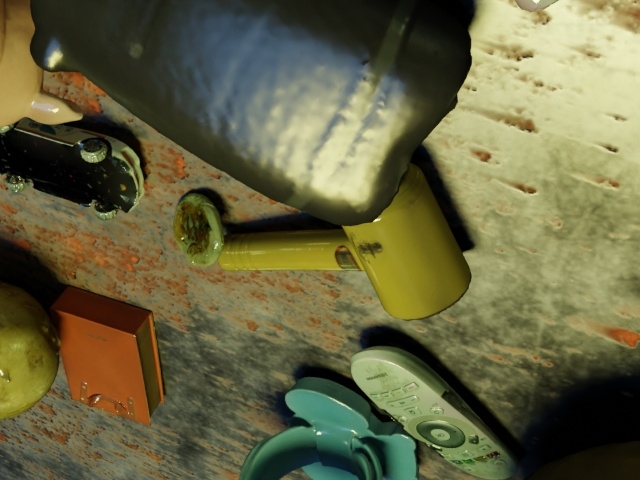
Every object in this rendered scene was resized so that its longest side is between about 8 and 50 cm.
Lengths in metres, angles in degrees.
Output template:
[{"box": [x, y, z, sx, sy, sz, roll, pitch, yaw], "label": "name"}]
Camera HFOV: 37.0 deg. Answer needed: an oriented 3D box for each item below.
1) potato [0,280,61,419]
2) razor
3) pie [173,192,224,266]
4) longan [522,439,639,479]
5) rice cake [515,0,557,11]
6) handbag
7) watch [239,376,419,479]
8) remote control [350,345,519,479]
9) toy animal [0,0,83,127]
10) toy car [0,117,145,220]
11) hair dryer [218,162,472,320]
[{"box": [-0.436, 0.136, 1.222, 0.307, 0.173, 0.210, -5, 102, 55], "label": "potato"}, {"box": [-0.065, -0.158, 0.761, 0.349, 0.113, 0.204, 28, 117, 1], "label": "razor"}, {"box": [-0.131, -0.011, 1.018, 0.085, 0.017, 0.085, 12, 107, 47], "label": "pie"}, {"box": [0.320, 0.378, 0.928, 0.391, 0.391, 0.391, 16, 137, 15], "label": "longan"}, {"box": [0.150, -0.254, 0.624, 0.189, 0.037, 0.198, -21, 120, 41], "label": "rice cake"}, {"box": [-0.278, 0.157, 1.265, 0.127, 0.063, 0.190, 16, 135, 14], "label": "handbag"}, {"box": [0.008, 0.296, 1.143, 0.211, 0.193, 0.211, 17, 140, 15], "label": "watch"}, {"box": [0.131, 0.197, 1.089, 0.097, 0.045, 0.256, -22, 122, 43], "label": "remote control"}, {"box": [-0.328, -0.204, 0.853, 0.166, 0.154, 0.250, 3, 136, 15], "label": "toy animal"}, {"box": [-0.281, -0.087, 1.019, 0.205, 0.056, 0.095, 18, 138, 18], "label": "toy car"}, {"box": [0.000, 0.000, 0.940, 0.278, 0.090, 0.135, -2, 131, 39], "label": "hair dryer"}]
